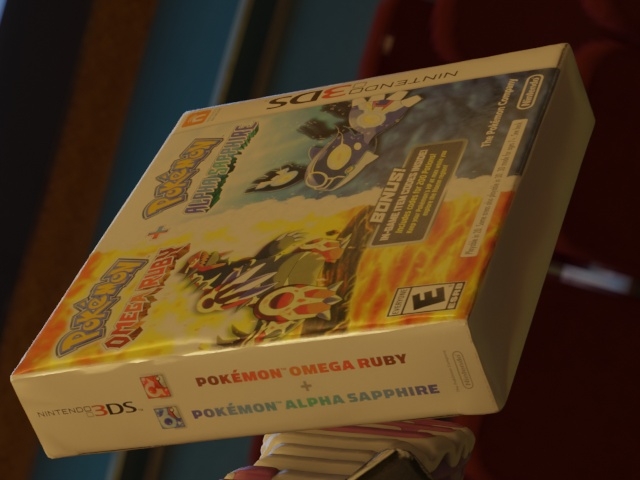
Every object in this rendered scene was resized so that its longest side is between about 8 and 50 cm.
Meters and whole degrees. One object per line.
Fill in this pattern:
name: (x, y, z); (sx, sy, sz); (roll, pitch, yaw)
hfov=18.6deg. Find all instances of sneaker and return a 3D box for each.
sneaker: (0.010, 0.144, 0.924); (0.236, 0.095, 0.105); (-27, -62, -70)

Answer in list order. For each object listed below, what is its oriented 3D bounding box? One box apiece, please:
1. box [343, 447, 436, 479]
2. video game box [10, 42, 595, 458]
box: (0.034, 0.270, 0.603); (0.296, 0.182, 0.294); (49, 158, 21)
video game box: (0.000, 0.000, 0.778); (0.187, 0.048, 0.205); (-11, 29, 24)
